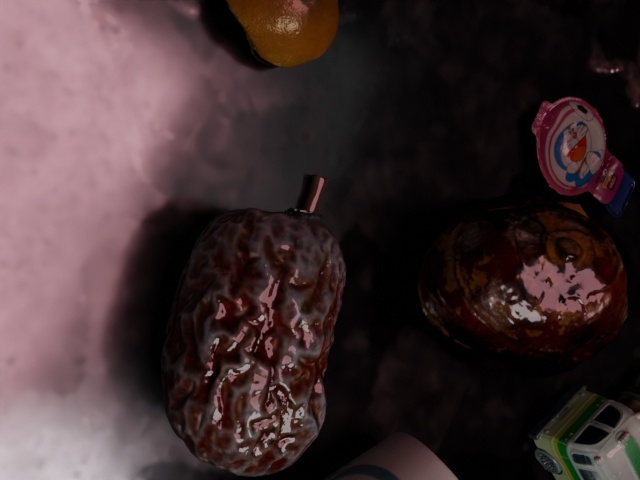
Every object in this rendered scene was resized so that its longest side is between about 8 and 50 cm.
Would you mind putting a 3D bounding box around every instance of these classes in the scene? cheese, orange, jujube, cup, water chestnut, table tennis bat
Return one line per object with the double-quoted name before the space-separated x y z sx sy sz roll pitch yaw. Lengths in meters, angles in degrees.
"cheese" 0.411 -0.127 1.603 0.244 0.062 0.155 37 74 -29
"orange" -0.042 -0.299 1.291 0.169 0.112 0.160 6 91 -43
"jujube" -0.078 0.113 1.237 0.226 0.226 0.317 14 90 -31
"cup" 0.071 0.424 1.375 0.257 0.219 0.290 -27 140 -26
"water chestnut" 0.279 0.066 1.433 0.289 0.289 0.244 -8 106 -30
"table tennis bat" 0.000 0.000 1.332 0.107 0.119 0.170 20 86 -31

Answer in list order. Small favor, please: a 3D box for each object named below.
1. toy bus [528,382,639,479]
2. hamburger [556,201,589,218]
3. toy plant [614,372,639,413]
"toy bus" 0.462 0.377 1.620 0.133 0.164 0.276 -40 113 -21
"hamburger" 0.383 0.003 1.583 0.102 0.087 0.176 -30 107 -24
"toy plant" 0.542 0.268 1.701 0.162 0.092 0.093 -34 111 -24
